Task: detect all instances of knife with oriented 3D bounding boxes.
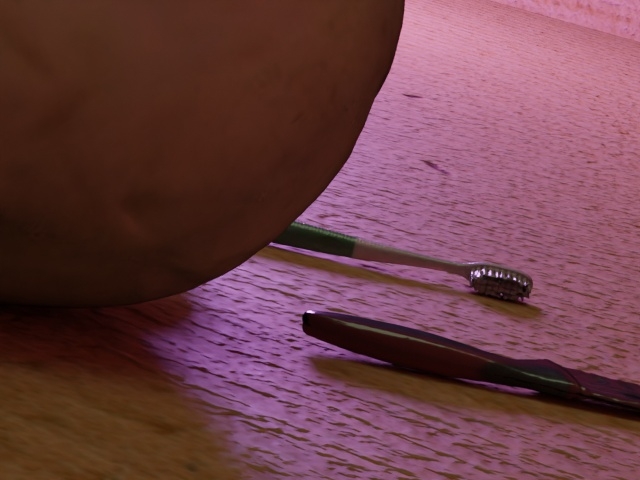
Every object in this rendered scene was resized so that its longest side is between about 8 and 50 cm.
[{"bbox_3d":[0.110,0.069,0.921,0.247,0.018,0.035,14,10,-7],"label":"knife"}]

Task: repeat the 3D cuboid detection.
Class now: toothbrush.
[{"bbox_3d":[0.000,0.000,1.093,0.257,0.018,0.024,14,19,-1],"label":"toothbrush"}]

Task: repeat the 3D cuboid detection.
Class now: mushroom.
[{"bbox_3d":[-0.106,-0.098,0.869,0.315,0.356,0.315,-16,40,14],"label":"mushroom"}]
